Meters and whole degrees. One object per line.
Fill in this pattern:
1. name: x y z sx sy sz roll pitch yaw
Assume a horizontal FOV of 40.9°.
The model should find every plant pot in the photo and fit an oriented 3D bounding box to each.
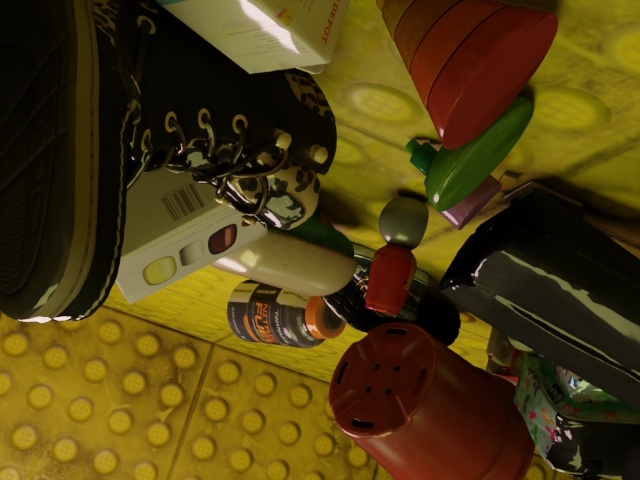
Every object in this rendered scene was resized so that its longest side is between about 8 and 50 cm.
1. plant pot: 0.168 0.282 1.403 0.272 0.272 0.265 0 148 45

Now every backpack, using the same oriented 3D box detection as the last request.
1. backpack: 0.419 0.236 1.320 0.225 0.191 0.253 4 -165 -8

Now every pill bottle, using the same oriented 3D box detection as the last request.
1. pill bottle: -0.061 0.140 1.666 0.246 0.130 0.130 -2 155 47

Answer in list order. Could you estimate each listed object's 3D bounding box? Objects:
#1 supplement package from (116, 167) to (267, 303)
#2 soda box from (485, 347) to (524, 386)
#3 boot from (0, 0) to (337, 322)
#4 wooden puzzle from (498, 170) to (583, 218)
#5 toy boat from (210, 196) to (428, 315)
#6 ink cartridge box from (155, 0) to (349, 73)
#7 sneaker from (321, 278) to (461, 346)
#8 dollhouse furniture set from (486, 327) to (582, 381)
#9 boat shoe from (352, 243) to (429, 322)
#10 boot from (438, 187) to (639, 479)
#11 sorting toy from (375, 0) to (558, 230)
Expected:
1. supplement package: -0.170 -0.053 0.954 0.149 0.194 0.203 60 168 11
2. soda box: 0.436 0.244 1.565 0.263 0.092 0.083 23 162 -18
3. boot: -0.113 -0.077 0.680 0.284 0.377 0.138 24 127 -39
4. wooden puzzle: 0.245 -0.043 0.960 0.116 0.014 0.078 19 164 -7
5. toy boat: 0.000 0.000 1.152 0.318 0.148 0.267 11 173 38
6. ink cartridge box: -0.045 -0.190 0.630 0.090 0.092 0.143 3 159 42
7. sneaker: 0.096 0.118 1.491 0.283 0.107 0.124 25 168 -25
8. dollhouse furniture set: 0.284 0.099 1.178 0.129 0.129 0.184 4 159 39
9. boat shoe: 0.081 0.066 1.357 0.183 0.083 0.065 20 163 -10
10. boot: 0.333 0.154 1.037 0.445 0.146 0.367 28 144 -5
11. sorting toy: 0.105 -0.118 0.762 0.126 0.127 0.365 44 173 16
